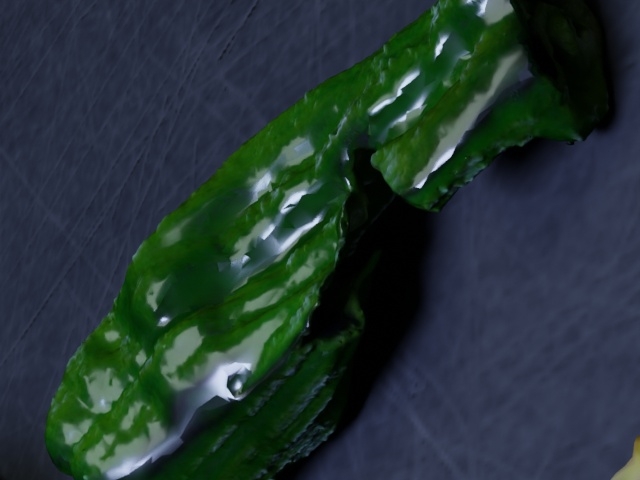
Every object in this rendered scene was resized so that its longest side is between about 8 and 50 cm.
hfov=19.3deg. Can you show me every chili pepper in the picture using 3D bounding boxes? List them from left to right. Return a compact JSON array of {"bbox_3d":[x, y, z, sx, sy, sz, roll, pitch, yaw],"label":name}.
[{"bbox_3d":[0.000,0.001,0.646,0.253,0.083,0.099,-49,40,23],"label":"chili pepper"}]

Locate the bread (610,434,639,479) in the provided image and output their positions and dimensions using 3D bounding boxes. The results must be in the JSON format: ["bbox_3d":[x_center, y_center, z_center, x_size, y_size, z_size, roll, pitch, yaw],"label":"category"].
[{"bbox_3d":[0.156,0.180,0.248,0.375,0.165,0.237,31,104,56],"label":"bread"}]
